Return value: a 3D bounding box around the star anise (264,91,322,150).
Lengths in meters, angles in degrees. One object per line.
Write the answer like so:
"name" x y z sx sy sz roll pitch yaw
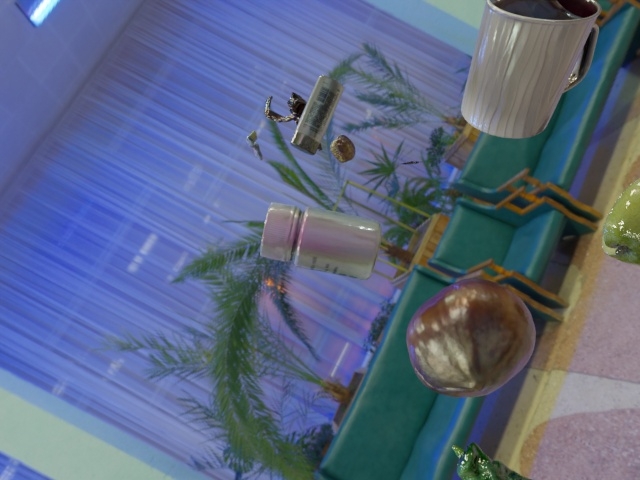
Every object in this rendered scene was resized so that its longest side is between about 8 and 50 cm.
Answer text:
"star anise" -0.093 -0.486 1.770 0.148 0.346 0.237 -53 -22 2

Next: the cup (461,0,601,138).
"cup" 0.457 -0.403 0.994 0.288 0.208 0.273 -38 -32 -32

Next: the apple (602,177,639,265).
"apple" 1.031 -0.047 1.399 0.258 0.233 0.295 -54 -30 -5

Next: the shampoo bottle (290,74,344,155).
"shampoo bottle" -0.010 -0.374 1.355 0.227 0.086 0.056 -67 14 -2

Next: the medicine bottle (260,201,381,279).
"medicine bottle" 0.000 0.000 1.562 0.219 0.388 0.219 -169 90 -86

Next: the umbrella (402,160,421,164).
"umbrella" 0.394 -0.335 1.948 0.022 0.122 0.013 4 103 60

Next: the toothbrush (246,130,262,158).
"toothbrush" -0.212 -0.301 1.490 0.037 0.028 0.375 -50 2 -3

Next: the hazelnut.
"hazelnut" 0.462 0.312 1.428 0.409 0.359 0.359 -45 6 20

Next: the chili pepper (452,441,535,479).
"chili pepper" 0.501 0.689 1.306 0.136 0.270 0.099 -51 -20 -14

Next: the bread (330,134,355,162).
"bread" 0.076 -0.295 1.443 0.053 0.085 0.085 -20 33 47
